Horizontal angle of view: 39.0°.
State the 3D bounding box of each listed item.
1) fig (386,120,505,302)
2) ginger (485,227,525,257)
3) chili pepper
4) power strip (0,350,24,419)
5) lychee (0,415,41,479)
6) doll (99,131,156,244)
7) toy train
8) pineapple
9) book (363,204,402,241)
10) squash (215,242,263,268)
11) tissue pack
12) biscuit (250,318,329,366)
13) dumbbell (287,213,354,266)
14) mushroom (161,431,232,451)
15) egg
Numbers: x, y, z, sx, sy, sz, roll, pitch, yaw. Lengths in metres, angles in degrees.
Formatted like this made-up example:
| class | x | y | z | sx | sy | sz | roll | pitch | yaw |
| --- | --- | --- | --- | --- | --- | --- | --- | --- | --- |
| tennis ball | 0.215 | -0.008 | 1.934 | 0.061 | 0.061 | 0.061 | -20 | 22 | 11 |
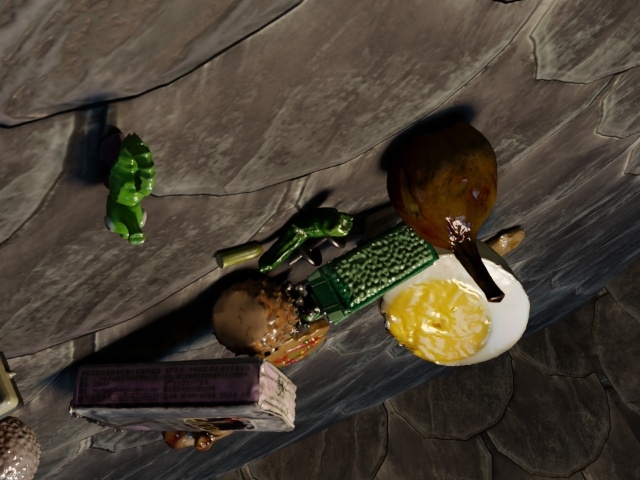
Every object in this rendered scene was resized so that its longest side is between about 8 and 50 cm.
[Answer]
| class | x | y | z | sx | sy | sz | roll | pitch | yaw |
| --- | --- | --- | --- | --- | --- | --- | --- | --- | --- |
| fig | 0.210 | -0.054 | 1.427 | 0.190 | 0.290 | 0.191 | -8 | 139 | -7 |
| ginger | 0.393 | 0.066 | 2.274 | 0.294 | 0.086 | 0.131 | -35 | 138 | 6 |
| chili pepper | -0.030 | -0.008 | 1.506 | 0.182 | 0.073 | 0.050 | -31 | 138 | 25 |
| power strip | -0.578 | 0.258 | 1.367 | 0.256 | 0.105 | 0.070 | -28 | 166 | -4 |
| lychee | -0.589 | 0.390 | 1.613 | 0.165 | 0.165 | 0.197 | -32 | 154 | 10 |
| doll | -0.220 | -0.058 | 1.036 | 0.050 | 0.115 | 0.190 | -17 | 156 | -26 |
| toy train | 0.075 | 0.057 | 1.652 | 0.269 | 0.115 | 0.154 | -28 | 173 | -30 |
| pineapple | -0.092 | 0.146 | 1.719 | 0.170 | 0.141 | 0.310 | -59 | 161 | 11 |
| book | 0.159 | -0.028 | 1.785 | 0.162 | 0.022 | 0.232 | -25 | 162 | -10 |
| squash | -0.132 | 0.024 | 1.505 | 0.083 | 0.027 | 0.027 | -16 | 158 | -33 |
| tissue pack | -0.242 | 0.288 | 1.679 | 0.361 | 0.122 | 0.259 | -2 | 161 | 12 |
| biscuit | -0.065 | 0.268 | 2.214 | 0.212 | 0.041 | 0.239 | -30 | 160 | -1 |
| dumbbell | 0.000 | 0.000 | 1.564 | 0.147 | 0.069 | 0.069 | -36 | 160 | 22 |
| mushroom | -0.280 | 0.429 | 2.211 | 0.231 | 0.138 | 0.194 | -24 | 178 | 21 |
| egg | 0.290 | 0.104 | 2.018 | 0.337 | 0.201 | 0.337 | 1 | 128 | 1 |
